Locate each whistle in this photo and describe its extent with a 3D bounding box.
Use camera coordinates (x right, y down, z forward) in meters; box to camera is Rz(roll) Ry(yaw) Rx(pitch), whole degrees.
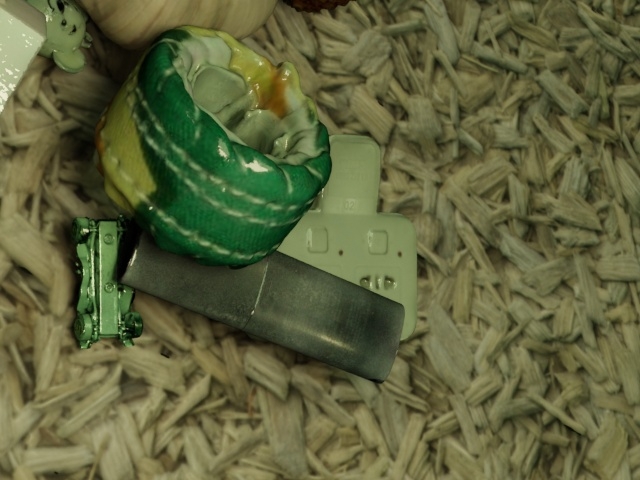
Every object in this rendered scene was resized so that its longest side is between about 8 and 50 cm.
[{"bbox_3d":[-0.370,-0.275,1.813,0.235,0.077,0.114,20,53,-29],"label":"whistle"}]

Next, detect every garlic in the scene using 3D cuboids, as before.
[{"bbox_3d":[-0.183,-0.376,1.874,0.317,0.259,0.317,17,64,-37],"label":"garlic"}]

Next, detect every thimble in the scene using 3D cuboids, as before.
[{"bbox_3d":[-0.116,-0.109,1.763,0.254,0.167,0.288,39,28,-4],"label":"thimble"}]

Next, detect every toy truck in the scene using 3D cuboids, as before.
[{"bbox_3d":[-0.254,0.047,1.795,0.080,0.078,0.154,-1,87,-31],"label":"toy truck"}]

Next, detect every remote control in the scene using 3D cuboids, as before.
[{"bbox_3d":[-0.063,0.063,1.845,0.377,0.044,0.107,23,70,-29],"label":"remote control"}]

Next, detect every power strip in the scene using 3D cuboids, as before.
[{"bbox_3d":[0.000,0.000,1.992,0.229,0.141,0.261,1,87,-37],"label":"power strip"}]

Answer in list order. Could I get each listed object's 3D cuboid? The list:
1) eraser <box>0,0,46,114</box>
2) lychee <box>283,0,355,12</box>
[{"bbox_3d":[-0.497,-0.272,1.663,0.397,0.082,0.213,35,75,-24],"label":"eraser"},{"bbox_3d":[0.008,-0.419,2.063,0.236,0.236,0.271,38,48,-22],"label":"lychee"}]
